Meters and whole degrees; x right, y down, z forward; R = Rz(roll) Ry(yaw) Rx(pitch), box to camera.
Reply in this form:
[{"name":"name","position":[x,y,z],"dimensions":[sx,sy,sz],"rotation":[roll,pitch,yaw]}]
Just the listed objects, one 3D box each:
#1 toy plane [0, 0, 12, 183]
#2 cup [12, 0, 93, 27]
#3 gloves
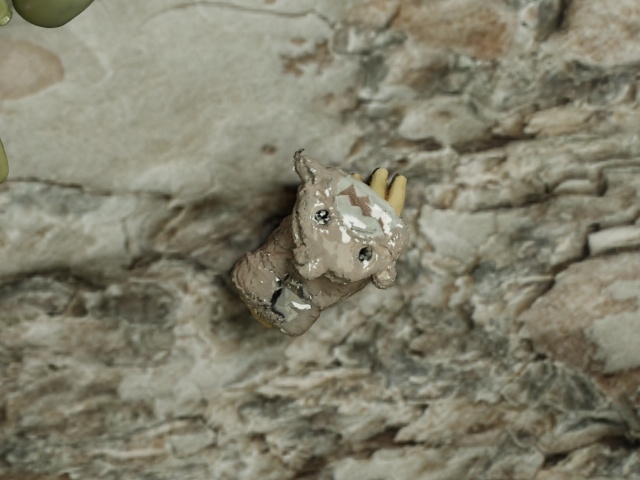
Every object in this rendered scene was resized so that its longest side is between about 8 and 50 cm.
[{"name":"toy plane","position":[-0.273,-0.116,1.120],"dimensions":[0.242,0.104,0.256],"rotation":[-35,124,2]},{"name":"cup","position":[-0.133,-0.272,1.124],"dimensions":[0.255,0.202,0.173],"rotation":[-39,117,-1]},{"name":"gloves","position":[0.003,0.008,1.322],"dimensions":[0.110,0.094,0.144],"rotation":[26,106,-11]}]
